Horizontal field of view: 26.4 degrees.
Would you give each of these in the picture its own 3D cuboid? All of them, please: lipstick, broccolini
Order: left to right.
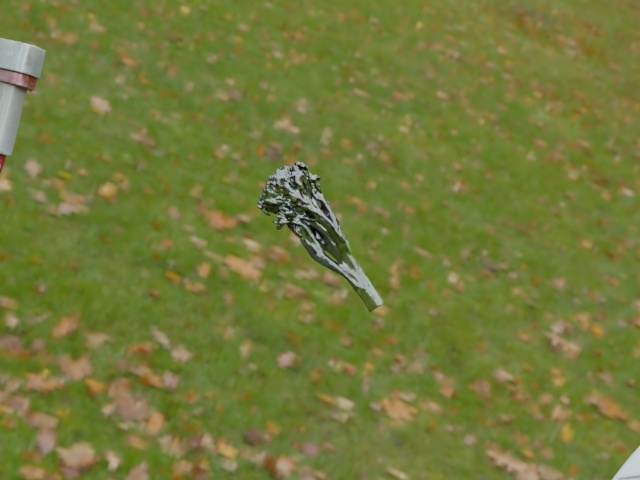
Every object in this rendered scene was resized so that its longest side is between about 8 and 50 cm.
[{"bbox_3d":[-0.409,-0.164,1.766,0.063,0.186,0.057,14,0,18],"label":"lipstick"},{"bbox_3d":[0.013,-0.009,1.597,0.202,0.068,0.091,44,38,9],"label":"broccolini"}]

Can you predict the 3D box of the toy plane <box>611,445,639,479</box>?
[{"bbox_3d":[0.269,0.216,1.098,0.080,0.174,0.174,52,17,-9],"label":"toy plane"}]
